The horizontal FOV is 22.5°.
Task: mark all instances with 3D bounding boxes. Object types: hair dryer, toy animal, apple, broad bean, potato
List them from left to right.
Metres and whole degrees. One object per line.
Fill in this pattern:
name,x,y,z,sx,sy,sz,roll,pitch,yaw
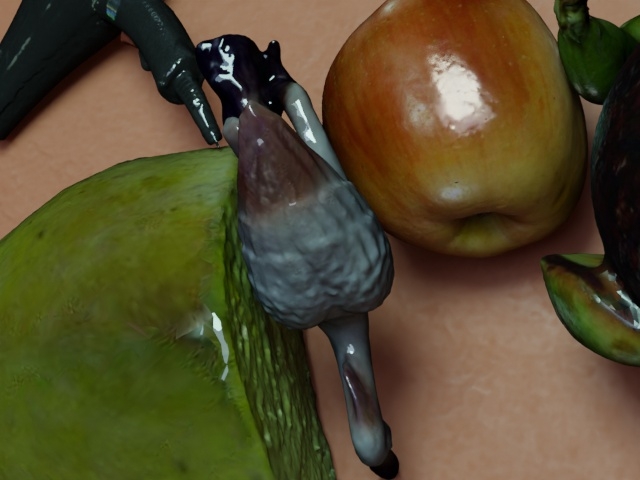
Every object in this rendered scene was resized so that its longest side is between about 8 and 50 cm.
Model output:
potato,-0.157,0.087,1.103,0.280,0.213,0.330,-15,70,15
hair dryer,-0.156,-0.132,1.201,0.235,0.091,0.272,-50,44,6
toy animal,0.002,0.014,1.030,0.090,0.195,0.324,-19,91,7
apple,0.097,-0.078,1.100,0.199,0.199,0.199,-5,72,15
broad bean,0.232,-0.174,1.093,0.049,0.144,0.292,15,35,32

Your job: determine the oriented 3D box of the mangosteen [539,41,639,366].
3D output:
mangosteen,0.302,-0.019,0.973,0.311,0.311,0.311,-5,72,15
